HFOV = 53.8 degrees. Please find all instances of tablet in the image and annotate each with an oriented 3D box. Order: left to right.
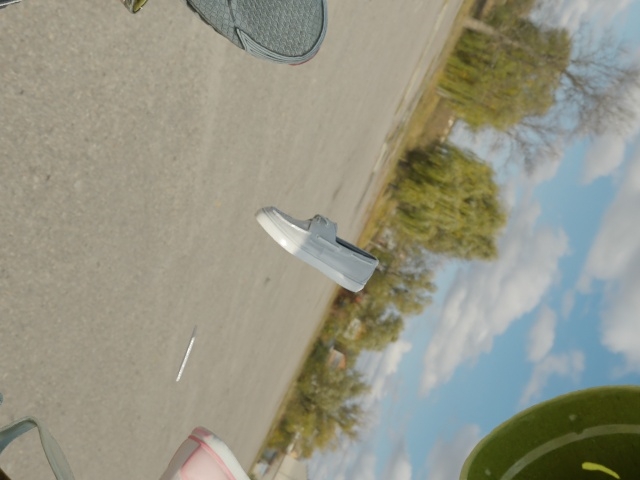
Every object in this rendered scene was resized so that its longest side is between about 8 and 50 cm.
[{"bbox_3d":[-0.219,0.184,1.036,0.054,0.006,0.083,-110,-138,-74],"label":"tablet"}]

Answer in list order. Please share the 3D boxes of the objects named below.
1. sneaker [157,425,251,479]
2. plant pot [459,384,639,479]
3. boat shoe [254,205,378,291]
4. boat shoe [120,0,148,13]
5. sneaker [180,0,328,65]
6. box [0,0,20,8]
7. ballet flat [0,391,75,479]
[{"bbox_3d":[-0.077,0.209,0.473,0.051,0.134,0.070,-1,-143,45],"label":"sneaker"},{"bbox_3d":[0.344,0.353,0.748,0.276,0.254,0.276,-26,-177,2],"label":"plant pot"},{"bbox_3d":[0.000,0.000,0.824,0.063,0.184,0.066,-51,-161,10],"label":"boat shoe"},{"bbox_3d":[-0.291,-0.486,1.122,0.223,0.073,0.080,-25,-165,39],"label":"boat shoe"},{"bbox_3d":[-0.055,-0.168,0.307,0.088,0.093,0.225,-33,141,5],"label":"sneaker"},{"bbox_3d":[-0.287,-0.260,0.533,0.158,0.155,0.093,-79,157,-50],"label":"box"},{"bbox_3d":[-0.196,0.118,0.355,0.073,0.232,0.080,-45,153,-22],"label":"ballet flat"}]
